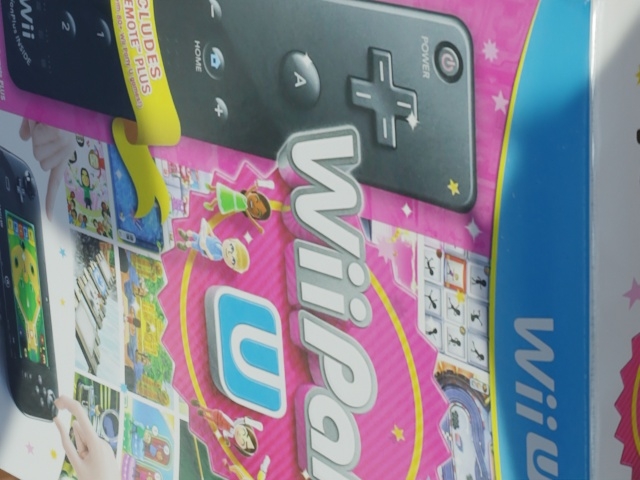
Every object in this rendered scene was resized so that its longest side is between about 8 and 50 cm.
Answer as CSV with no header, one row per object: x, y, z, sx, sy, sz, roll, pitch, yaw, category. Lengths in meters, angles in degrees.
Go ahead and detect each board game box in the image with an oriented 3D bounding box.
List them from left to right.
0.000,0.000,0.579,0.303,0.097,0.224,17,118,44,board game box
